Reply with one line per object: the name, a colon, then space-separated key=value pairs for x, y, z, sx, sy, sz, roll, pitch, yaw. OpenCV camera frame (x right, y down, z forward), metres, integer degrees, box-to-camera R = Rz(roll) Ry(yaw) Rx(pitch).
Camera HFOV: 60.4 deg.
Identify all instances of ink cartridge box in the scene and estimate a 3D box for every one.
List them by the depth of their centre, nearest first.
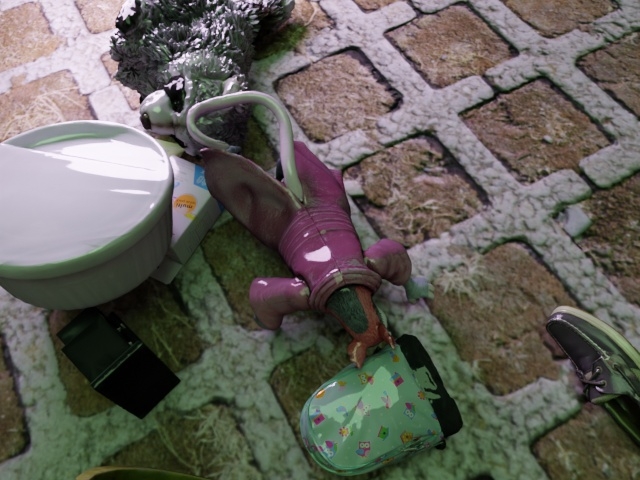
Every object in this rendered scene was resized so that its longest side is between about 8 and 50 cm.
ink cartridge box: x=-0.233 y=-0.035 z=0.857 sx=0.105 sy=0.061 sz=0.181 roll=23 pitch=65 yaw=16

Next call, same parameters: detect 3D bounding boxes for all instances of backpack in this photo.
backpack: x=0.063 y=0.206 z=0.672 sx=0.182 sy=0.115 sz=0.151 roll=-24 pitch=64 yaw=-7

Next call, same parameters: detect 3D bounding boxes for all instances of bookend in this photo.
bookend: x=-0.277 y=0.136 z=0.708 sx=0.157 sy=0.156 sz=0.072 roll=37 pitch=69 yaw=22

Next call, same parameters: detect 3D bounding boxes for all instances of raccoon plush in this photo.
raccoon plush: x=-0.127 y=-0.309 z=0.911 sx=0.299 sy=0.216 sz=0.446 roll=36 pitch=68 yaw=24

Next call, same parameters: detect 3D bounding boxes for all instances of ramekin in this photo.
ramekin: x=-0.322 y=-0.030 z=0.728 sx=0.273 sy=0.127 sz=0.272 roll=0 pitch=49 yaw=0

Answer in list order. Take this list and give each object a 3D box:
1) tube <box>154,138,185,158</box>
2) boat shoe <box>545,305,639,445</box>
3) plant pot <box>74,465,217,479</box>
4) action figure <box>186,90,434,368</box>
tube: x=-0.313 y=-0.080 z=0.893 sx=0.070 sy=0.062 sz=0.240 roll=38 pitch=56 yaw=-22
boat shoe: x=0.368 y=0.180 z=0.688 sx=0.073 sy=0.080 sz=0.223 roll=-34 pitch=68 yaw=-21
plant pot: x=-0.094 y=0.427 z=0.446 sx=0.367 sy=0.366 sz=0.352 roll=16 pitch=74 yaw=12
action figure: x=0.006 y=-0.010 z=0.715 sx=0.248 sy=0.275 sz=0.370 roll=-22 pitch=48 yaw=-12
